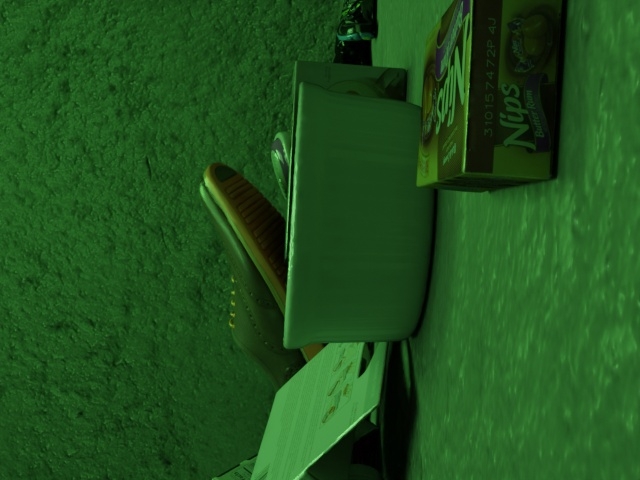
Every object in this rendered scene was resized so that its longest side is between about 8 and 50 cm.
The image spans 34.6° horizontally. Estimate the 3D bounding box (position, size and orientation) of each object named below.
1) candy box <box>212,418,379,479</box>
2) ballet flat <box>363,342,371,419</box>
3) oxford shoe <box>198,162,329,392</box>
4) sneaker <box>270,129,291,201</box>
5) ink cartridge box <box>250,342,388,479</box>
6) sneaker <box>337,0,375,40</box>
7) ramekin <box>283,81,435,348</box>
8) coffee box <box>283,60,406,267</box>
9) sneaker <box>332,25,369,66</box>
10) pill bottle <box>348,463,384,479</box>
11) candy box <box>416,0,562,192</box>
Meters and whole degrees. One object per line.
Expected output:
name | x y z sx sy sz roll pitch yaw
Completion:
candy box | -0.032 0.332 1.323 0.071 0.233 0.159 29 128 37
ballet flat | 0.046 0.212 1.497 0.070 0.070 0.188 113 156 -84
oxford shoe | -0.081 0.073 1.364 0.363 0.133 0.130 62 -158 -3
sneaker | 0.044 -0.026 1.416 0.114 0.152 0.305 43 155 63
ink cartridge box | 0.019 0.195 1.169 0.239 0.060 0.275 -45 12 24
sneaker | 0.063 -0.404 1.806 0.188 0.067 0.078 -85 -6 -53
ramekin | 0.036 -0.021 1.072 0.277 0.135 0.277 -176 90 -88
coffee box | 0.028 -0.088 1.284 0.098 0.141 0.246 116 158 -80
sneaker | 0.051 -0.334 1.854 0.217 0.079 0.121 -90 3 -78
pill bottle | 0.040 0.317 1.096 0.152 0.086 0.086 -88 3 -54
candy box | 0.098 -0.087 0.631 0.186 0.053 0.109 -132 45 -89
